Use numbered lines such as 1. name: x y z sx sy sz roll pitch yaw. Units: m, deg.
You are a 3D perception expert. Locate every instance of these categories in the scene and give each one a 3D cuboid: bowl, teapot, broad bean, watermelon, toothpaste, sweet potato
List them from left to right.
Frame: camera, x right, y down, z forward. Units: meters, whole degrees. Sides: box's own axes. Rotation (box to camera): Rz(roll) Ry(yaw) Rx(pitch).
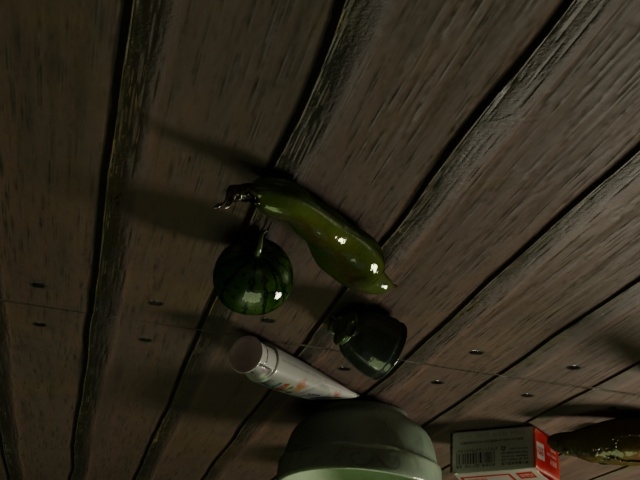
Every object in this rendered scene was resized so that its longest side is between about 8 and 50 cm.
1. watermelon: -0.081 0.042 1.149 0.109 0.109 0.109 3 154 2
2. toothpaste: -0.044 0.226 1.568 0.100 0.066 0.323 -9 156 25
3. broad bean: 0.001 -0.007 1.086 0.075 0.067 0.325 -39 136 13
4. teapot: 0.056 0.146 1.356 0.091 0.092 0.124 31 140 -14
5. bowl: 0.075 0.401 1.784 0.307 0.163 0.307 4 154 2
6. sweet potato: 0.580 0.372 1.725 0.310 0.098 0.124 10 129 -2

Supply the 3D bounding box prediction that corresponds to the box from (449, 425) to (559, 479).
1. box: 0.365 0.435 1.884 0.182 0.099 0.133 -12 148 29
